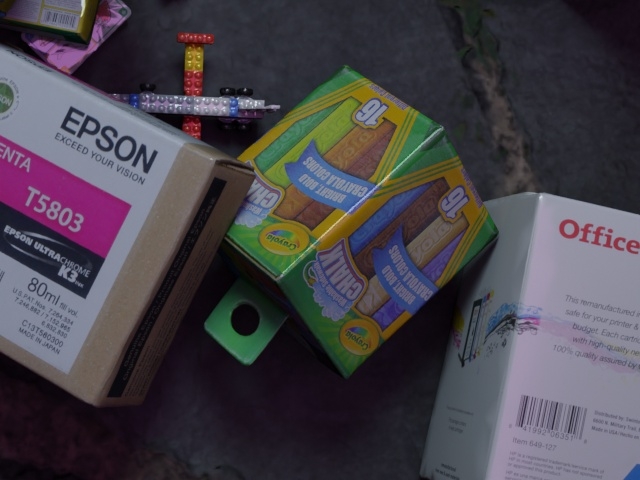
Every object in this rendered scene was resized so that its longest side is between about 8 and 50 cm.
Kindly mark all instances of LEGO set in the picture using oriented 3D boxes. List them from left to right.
[{"bbox_3d":[-0.157,-0.105,1.249,0.182,0.060,0.244,45,84,-7],"label":"LEGO set"}]

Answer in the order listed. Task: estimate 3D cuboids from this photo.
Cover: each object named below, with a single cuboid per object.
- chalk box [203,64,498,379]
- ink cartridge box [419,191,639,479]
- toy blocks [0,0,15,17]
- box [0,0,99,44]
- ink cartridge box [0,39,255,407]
[{"bbox_3d":[0.000,0.000,1.218,0.213,0.132,0.132,-42,135,-11],"label":"chalk box"},{"bbox_3d":[0.198,0.094,1.260,0.171,0.168,0.233,13,86,-12],"label":"ink cartridge box"},{"bbox_3d":[-0.257,-0.271,1.149,0.381,0.191,0.261,-11,90,7],"label":"toy blocks"},{"bbox_3d":[-0.207,-0.246,1.237,0.105,0.043,0.179,12,85,4],"label":"box"},{"bbox_3d":[-0.195,-0.018,1.165,0.234,0.088,0.193,27,94,18],"label":"ink cartridge box"}]
